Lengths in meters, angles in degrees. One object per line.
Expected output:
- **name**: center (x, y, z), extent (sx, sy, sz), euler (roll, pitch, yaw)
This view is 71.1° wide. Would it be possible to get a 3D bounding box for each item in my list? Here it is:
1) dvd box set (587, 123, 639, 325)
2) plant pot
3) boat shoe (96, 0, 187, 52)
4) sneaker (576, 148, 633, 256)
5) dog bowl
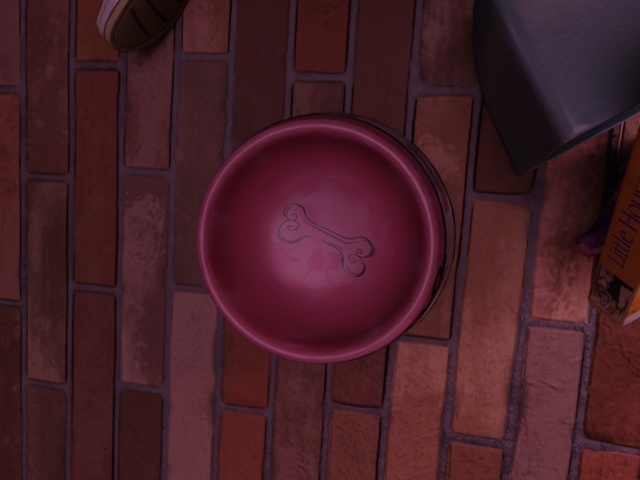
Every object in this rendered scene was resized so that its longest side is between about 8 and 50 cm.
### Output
- **dvd box set**: center (0.448, -0.105, 0.453), extent (0.308, 0.420, 0.062), euler (-27, 47, -5)
- **plant pot**: center (0.320, -0.263, 0.555), extent (0.248, 0.247, 0.252), euler (-29, 83, 11)
- **boat shoe**: center (-0.262, -0.441, 0.708), extent (0.103, 0.113, 0.302), euler (36, 89, 6)
- **sneaker**: center (0.449, -0.071, 0.624), extent (0.236, 0.095, 0.104), euler (-38, 83, 5)
- **dog bowl**: center (0.000, 0.000, 0.676), extent (0.408, 0.150, 0.407), euler (1, 95, 10)
